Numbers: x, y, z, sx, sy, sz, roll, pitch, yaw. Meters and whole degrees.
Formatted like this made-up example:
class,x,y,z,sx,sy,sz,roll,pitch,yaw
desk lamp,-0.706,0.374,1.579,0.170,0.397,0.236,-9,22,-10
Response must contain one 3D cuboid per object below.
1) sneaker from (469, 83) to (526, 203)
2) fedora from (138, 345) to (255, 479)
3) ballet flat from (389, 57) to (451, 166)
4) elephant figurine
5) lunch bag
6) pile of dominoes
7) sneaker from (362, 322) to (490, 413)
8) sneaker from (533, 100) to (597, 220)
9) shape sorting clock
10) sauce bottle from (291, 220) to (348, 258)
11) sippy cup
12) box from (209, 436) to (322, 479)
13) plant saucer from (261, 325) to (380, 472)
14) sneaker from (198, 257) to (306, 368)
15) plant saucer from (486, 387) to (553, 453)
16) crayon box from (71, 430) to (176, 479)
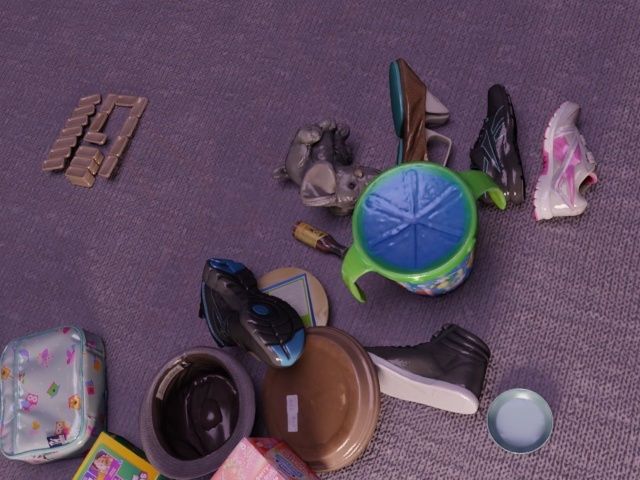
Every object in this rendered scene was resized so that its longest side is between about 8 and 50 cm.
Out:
class,x,y,z,sx,sy,sz,roll,pitch,yaw
sneaker,0.350,-0.197,1.847,0.106,0.101,0.267,-9,65,17
fedora,-0.226,0.348,1.791,0.243,0.124,0.275,-28,56,4
ballet flat,0.211,-0.223,1.908,0.124,0.116,0.342,1,67,-3
elephant figurine,0.030,-0.123,1.885,0.169,0.186,0.239,-13,58,-24
lunch bag,-0.571,0.330,1.922,0.224,0.108,0.279,-13,65,13
pile of dominoes,-0.542,-0.248,2.211,0.196,0.040,0.251,11,64,23
sneaker,0.190,0.222,1.732,0.295,0.104,0.147,12,54,34
sneaker,0.490,-0.152,1.789,0.111,0.103,0.252,9,78,17
shape sorting clock,-0.076,0.155,1.870,0.206,0.040,0.206,-12,62,24
sauce bottle,0.000,0.000,1.912,0.128,0.042,0.042,26,78,24
sippy cup,0.199,-0.001,1.743,0.305,0.224,0.240,-2,68,18
box,-0.148,0.514,1.650,0.142,0.154,0.300,40,97,27
plant saucer,-0.011,0.300,1.735,0.278,0.041,0.278,-7,77,35
sneaker,-0.140,0.167,1.808,0.341,0.125,0.140,44,122,50
plant saucer,0.364,0.330,1.662,0.119,0.021,0.119,-7,66,15
crayon box,-0.429,0.541,1.801,0.165,0.081,0.278,26,78,25
